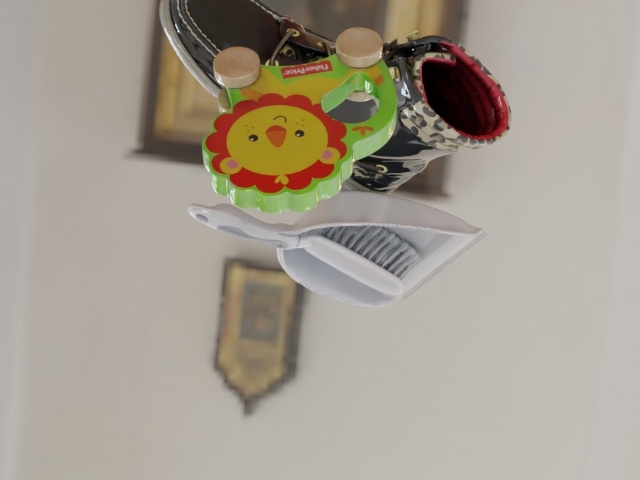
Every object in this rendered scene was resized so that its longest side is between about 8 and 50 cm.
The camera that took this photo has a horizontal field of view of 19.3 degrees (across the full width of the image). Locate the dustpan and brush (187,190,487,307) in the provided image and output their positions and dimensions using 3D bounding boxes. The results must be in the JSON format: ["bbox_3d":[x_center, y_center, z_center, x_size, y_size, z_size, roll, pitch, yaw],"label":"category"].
[{"bbox_3d":[0.000,0.000,1.430,0.211,0.060,0.147,26,147,-15],"label":"dustpan and brush"}]

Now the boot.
[{"bbox_3d":[0.012,-0.129,1.360,0.236,0.085,0.178,40,153,-19],"label":"boot"}]

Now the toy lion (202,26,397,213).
[{"bbox_3d":[-0.009,-0.055,0.915,0.100,0.034,0.096,-11,-130,-7],"label":"toy lion"}]
